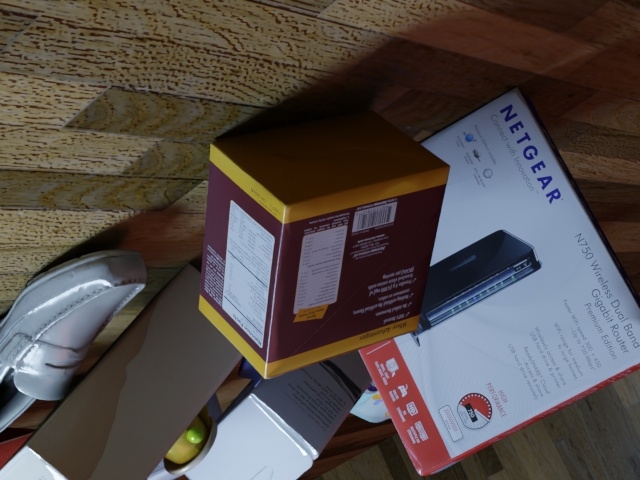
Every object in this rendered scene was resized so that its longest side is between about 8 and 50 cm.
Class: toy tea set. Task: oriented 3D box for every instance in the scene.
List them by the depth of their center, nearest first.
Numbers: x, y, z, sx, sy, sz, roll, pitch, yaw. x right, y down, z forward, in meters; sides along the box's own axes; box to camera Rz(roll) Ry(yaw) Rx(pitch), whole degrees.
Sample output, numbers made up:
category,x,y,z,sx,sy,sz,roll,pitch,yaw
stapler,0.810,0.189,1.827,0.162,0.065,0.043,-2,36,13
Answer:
category,x,y,z,sx,sy,sz,roll,pitch,yaw
toy tea set,-0.284,0.252,1.589,0.336,0.124,0.200,5,-126,56

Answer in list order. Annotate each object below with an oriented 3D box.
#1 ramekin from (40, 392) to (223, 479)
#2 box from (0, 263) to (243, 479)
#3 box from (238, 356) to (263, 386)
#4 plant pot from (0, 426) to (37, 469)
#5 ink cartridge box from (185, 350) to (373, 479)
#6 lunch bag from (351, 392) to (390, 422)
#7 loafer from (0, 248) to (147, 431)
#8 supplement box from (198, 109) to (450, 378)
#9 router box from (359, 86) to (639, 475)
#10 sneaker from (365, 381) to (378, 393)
category,x,y,z,sx,sy,sz,roll,pitch,yaw
ramekin,-0.274,0.297,1.900,0.277,0.135,0.277,-24,165,-7
box,-0.213,0.184,1.397,0.148,0.121,0.311,-42,-173,47
box,-0.063,0.090,1.560,0.036,0.136,0.225,14,154,-8
plant pot,-0.481,0.384,1.544,0.267,0.236,0.267,-15,-178,-31
ink cartridge box,-0.038,0.231,1.801,0.223,0.129,0.307,-47,180,39
lunch bag,0.176,0.228,2.325,0.223,0.160,0.262,-34,168,32
loafer,-0.288,0.113,1.319,0.319,0.111,0.112,-37,159,34
supplement box,0.000,0.000,1.207,0.191,0.129,0.194,-15,128,-33
router box,0.176,0.047,1.406,0.301,0.335,0.082,-31,163,15
sneaker,0.083,0.191,2.111,0.098,0.083,0.223,-14,152,21
